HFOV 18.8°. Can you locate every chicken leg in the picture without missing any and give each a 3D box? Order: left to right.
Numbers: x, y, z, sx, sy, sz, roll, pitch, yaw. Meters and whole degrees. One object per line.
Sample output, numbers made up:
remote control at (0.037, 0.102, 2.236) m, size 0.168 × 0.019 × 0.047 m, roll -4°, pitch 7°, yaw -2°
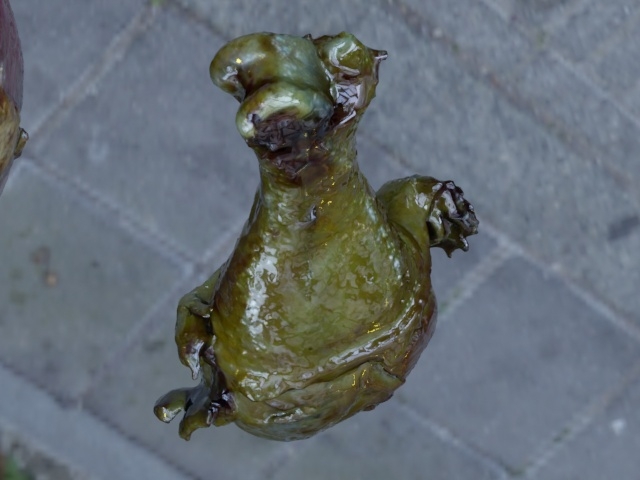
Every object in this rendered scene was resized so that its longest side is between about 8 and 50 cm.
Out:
chicken leg at (0.013, 0.005, 1.213) m, size 0.211 × 0.140 × 0.361 m, roll -26°, pitch 152°, yaw -32°

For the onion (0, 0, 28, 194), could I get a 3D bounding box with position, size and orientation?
onion at (-0.285, -0.115, 1.149) m, size 0.216 × 0.207 × 0.206 m, roll 21°, pitch 89°, yaw 7°
